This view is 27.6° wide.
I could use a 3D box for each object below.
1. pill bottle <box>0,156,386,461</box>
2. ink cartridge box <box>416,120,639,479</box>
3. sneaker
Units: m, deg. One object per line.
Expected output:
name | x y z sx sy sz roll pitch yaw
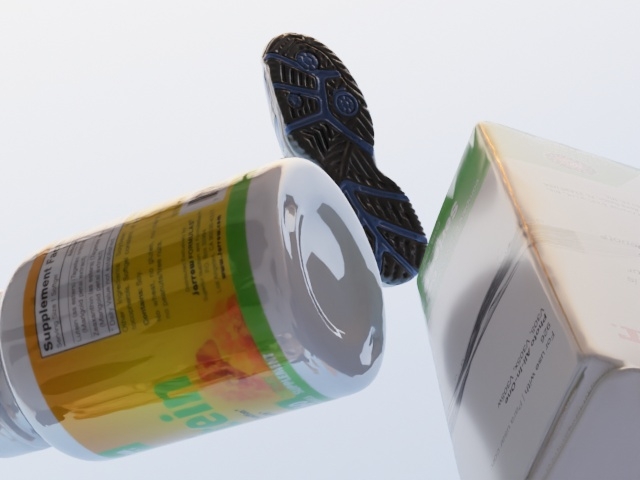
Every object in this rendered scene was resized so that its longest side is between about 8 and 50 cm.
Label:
pill bottle | -0.098 0.051 0.759 0.246 0.136 0.136 -18 -133 23
ink cartridge box | 0.174 0.065 0.661 0.289 0.211 0.121 -92 -159 -66
sneaker | 0.001 -0.055 0.987 0.080 0.211 0.081 -18 174 -32
